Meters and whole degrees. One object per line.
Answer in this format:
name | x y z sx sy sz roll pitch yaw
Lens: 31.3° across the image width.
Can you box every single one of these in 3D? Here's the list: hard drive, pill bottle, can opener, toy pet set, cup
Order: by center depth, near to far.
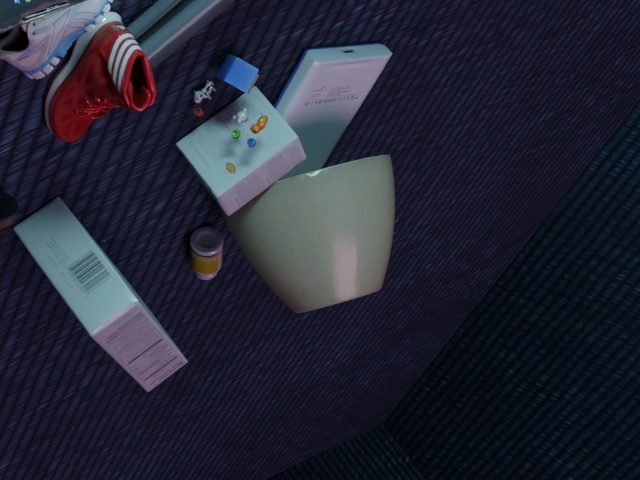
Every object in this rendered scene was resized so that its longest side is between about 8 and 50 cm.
can opener | -0.153 -0.343 1.614 0.280 0.074 0.093 -38 158 -2
toy pet set | -0.139 -0.227 1.803 0.114 0.122 0.065 -61 163 3
hard drive | -0.018 -0.222 2.093 0.210 0.040 0.318 -15 147 -46
cup | 0.000 0.000 2.108 0.331 0.237 0.331 -15 179 0
pill bottle | -0.222 0.028 2.219 0.065 0.065 0.116 -30 155 -22

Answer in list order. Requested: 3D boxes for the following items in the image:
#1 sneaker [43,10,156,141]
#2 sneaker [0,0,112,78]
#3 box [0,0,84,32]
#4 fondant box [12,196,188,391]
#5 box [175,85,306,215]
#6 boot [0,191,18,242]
sneaker | -0.306 -0.195 1.584 0.087 0.128 0.221 -16 147 -42
sneaker | -0.339 -0.286 1.447 0.190 0.071 0.083 -46 151 15
box | -0.274 -0.382 1.126 0.293 0.073 0.295 -29 111 -26
fondant box | -0.360 0.098 1.909 0.096 0.238 0.330 -37 158 -9
box | -0.133 -0.151 1.933 0.170 0.130 0.091 -37 158 -5
boot | -0.544 0.007 1.661 0.219 0.082 0.106 -21 149 -42
